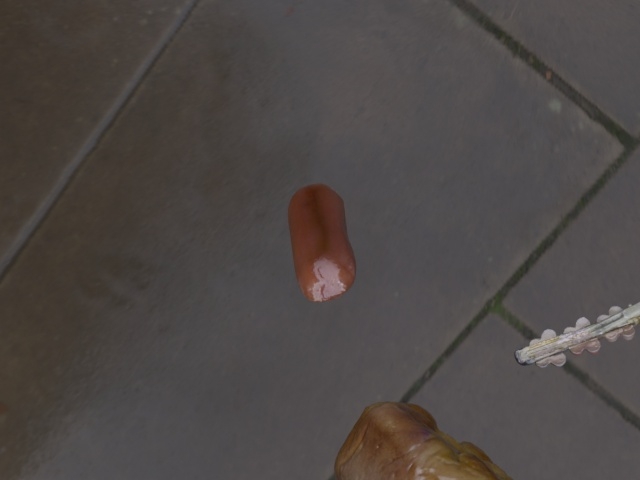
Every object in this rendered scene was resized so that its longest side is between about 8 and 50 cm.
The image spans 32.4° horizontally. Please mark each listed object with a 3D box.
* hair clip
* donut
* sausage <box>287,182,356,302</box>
[{"bbox_3d":[0.374,0.129,1.526,0.214,0.062,0.056,-25,144,14],"label":"hair clip"},{"bbox_3d":[0.162,0.330,1.412,0.299,0.317,0.150,39,89,0],"label":"donut"},{"bbox_3d":[0.000,0.000,1.368,0.077,0.194,0.077,-5,133,-5],"label":"sausage"}]
